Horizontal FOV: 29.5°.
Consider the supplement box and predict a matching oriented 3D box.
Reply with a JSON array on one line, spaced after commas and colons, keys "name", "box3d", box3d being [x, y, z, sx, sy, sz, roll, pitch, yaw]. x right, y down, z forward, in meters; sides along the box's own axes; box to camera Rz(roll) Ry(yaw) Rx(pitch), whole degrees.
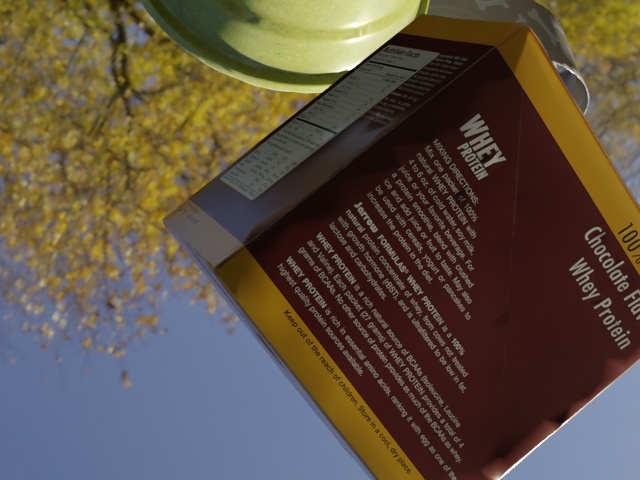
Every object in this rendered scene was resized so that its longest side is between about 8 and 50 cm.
[{"name": "supplement box", "box3d": [0.058, 0.012, 0.658, 0.191, 0.194, 0.129, 53, 173, -21]}]

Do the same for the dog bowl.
[{"name": "dog bowl", "box3d": [0.164, -0.205, 1.569, 0.349, 0.349, 0.102, 13, -116, -34]}]

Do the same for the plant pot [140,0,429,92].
[{"name": "plant pot", "box3d": [0.003, -0.295, 0.924, 0.276, 0.254, 0.276, 8, -117, -16]}]
